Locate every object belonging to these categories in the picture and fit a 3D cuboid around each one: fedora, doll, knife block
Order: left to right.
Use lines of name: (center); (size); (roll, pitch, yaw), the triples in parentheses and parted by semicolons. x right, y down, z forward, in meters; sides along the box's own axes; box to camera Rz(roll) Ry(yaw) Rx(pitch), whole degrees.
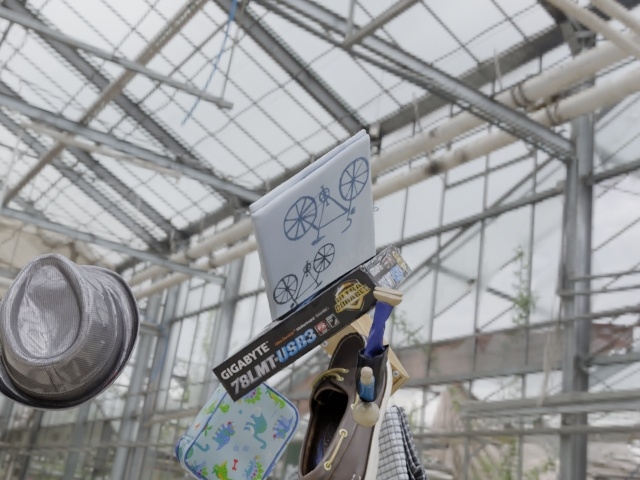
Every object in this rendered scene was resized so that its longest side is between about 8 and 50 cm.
fedora: (-0.406, 0.118, 1.245); (0.243, 0.275, 0.124); (-4, -36, -3)
knife block: (0.086, 0.221, 1.899); (0.275, 0.088, 0.242); (43, 14, 0)
doll: (0.072, 0.162, 1.102); (0.046, 0.189, 0.129); (11, 8, 6)

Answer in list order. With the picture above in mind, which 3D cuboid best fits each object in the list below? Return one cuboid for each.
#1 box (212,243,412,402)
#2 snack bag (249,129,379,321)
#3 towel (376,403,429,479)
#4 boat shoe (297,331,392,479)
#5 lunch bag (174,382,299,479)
box: (-0.003, 0.124, 1.340); (0.293, 0.073, 0.295); (-36, -2, 15)
snack bag: (0.000, 0.000, 1.572); (0.037, 0.323, 0.342); (25, -41, 34)
towel: (0.136, 0.571, 2.075); (0.121, 0.235, 0.283); (17, -42, -38)
boat shoe: (0.034, 0.258, 1.265); (0.116, 0.324, 0.097); (-30, -60, 33)
lunch bag: (-0.154, 0.374, 1.551); (0.176, 0.219, 0.090); (39, -20, -15)
